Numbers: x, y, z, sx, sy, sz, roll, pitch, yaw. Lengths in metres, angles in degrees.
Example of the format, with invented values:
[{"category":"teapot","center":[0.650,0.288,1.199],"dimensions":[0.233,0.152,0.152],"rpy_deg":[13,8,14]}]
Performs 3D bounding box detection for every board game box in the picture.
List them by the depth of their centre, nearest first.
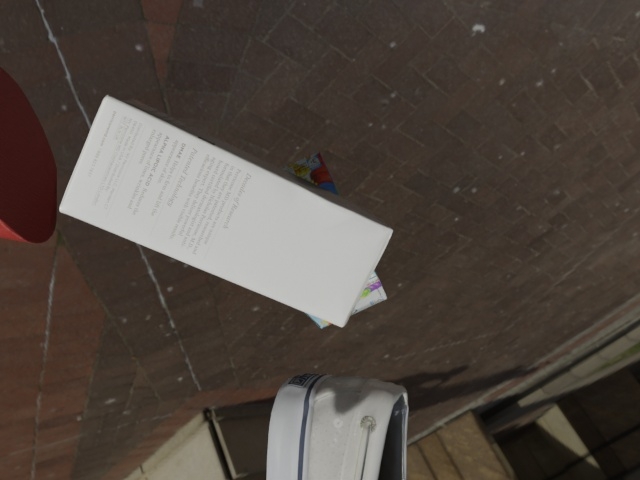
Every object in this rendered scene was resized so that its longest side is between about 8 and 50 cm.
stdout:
[{"category":"board game box","center":[0.000,0.000,1.054],"dimensions":[0.142,0.275,0.144],"rpy_deg":[-25,155,3]}]

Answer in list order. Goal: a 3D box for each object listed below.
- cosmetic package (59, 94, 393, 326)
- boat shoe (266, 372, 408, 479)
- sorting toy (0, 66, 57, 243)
[{"category":"cosmetic package","center":[-0.118,-0.045,0.771],"dimensions":[0.385,0.217,0.156],"rpy_deg":[22,98,-14]},{"category":"boat shoe","center":[0.050,0.293,0.442],"dimensions":[0.156,0.367,0.136],"rpy_deg":[-6,165,22]},{"category":"sorting toy","center":[-0.266,-0.086,0.247],"dimensions":[0.126,0.127,0.365],"rpy_deg":[-14,159,1]}]
